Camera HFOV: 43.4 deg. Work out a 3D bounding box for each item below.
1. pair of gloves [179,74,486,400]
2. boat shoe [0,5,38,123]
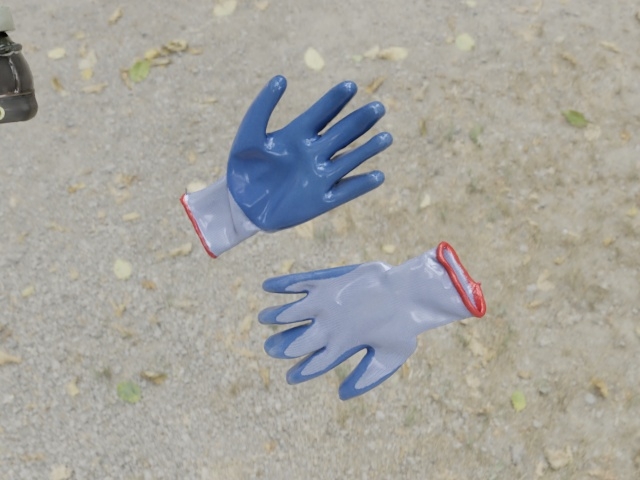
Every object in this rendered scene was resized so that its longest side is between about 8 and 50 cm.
[{"bbox_3d":[0.000,0.000,0.495,0.198,0.159,0.023,61,30,-2],"label":"pair of gloves"},{"bbox_3d":[-0.280,-0.075,0.474,0.227,0.069,0.081,-14,16,7],"label":"boat shoe"}]
